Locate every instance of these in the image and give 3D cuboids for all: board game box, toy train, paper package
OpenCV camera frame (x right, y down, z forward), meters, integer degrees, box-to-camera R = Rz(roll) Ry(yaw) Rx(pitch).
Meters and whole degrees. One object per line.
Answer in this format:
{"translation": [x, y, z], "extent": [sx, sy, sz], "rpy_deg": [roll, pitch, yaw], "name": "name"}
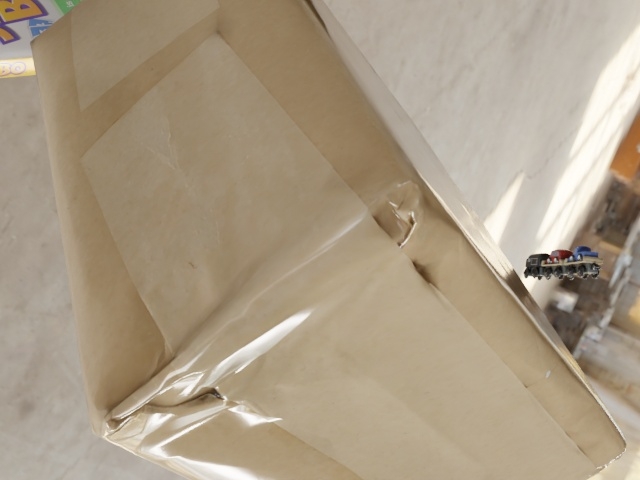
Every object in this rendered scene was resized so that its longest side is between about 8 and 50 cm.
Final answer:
{"translation": [-0.288, -0.216, 0.844], "extent": [0.259, 0.124, 0.039], "rpy_deg": [-12, 154, -22], "name": "board game box"}
{"translation": [0.282, 0.027, 1.014], "extent": [0.158, 0.027, 0.036], "rpy_deg": [167, -70, -76], "name": "toy train"}
{"translation": [0.000, 0.000, 0.522], "extent": [0.168, 0.325, 0.309], "rpy_deg": [-36, 135, 10], "name": "paper package"}
